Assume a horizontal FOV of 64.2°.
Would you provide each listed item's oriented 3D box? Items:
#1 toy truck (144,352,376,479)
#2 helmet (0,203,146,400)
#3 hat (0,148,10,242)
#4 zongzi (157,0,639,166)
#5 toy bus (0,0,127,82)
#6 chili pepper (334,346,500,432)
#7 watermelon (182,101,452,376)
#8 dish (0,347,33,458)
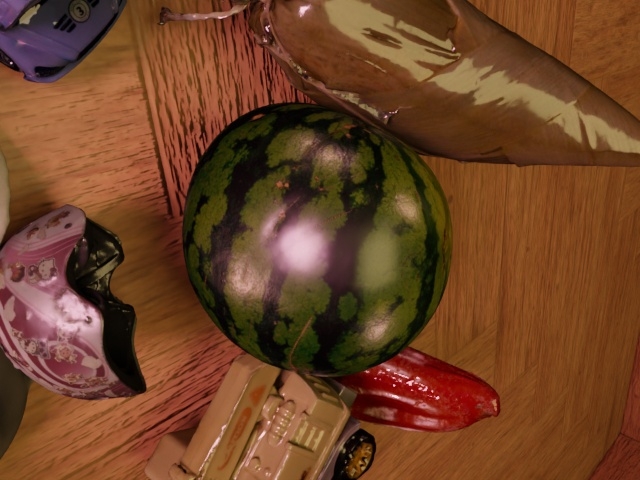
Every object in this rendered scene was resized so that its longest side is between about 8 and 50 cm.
[{"bbox_3d":[-0.113,0.330,0.620,0.405,0.181,0.254,-58,136,-14],"label":"toy truck"},{"bbox_3d":[-0.226,0.061,0.445,0.107,0.153,0.176,-14,84,-14],"label":"helmet"},{"bbox_3d":[-0.329,-0.058,0.287,0.258,0.168,0.301,-52,132,-17],"label":"hat"},{"bbox_3d":[0.112,-0.189,0.499,0.447,0.418,0.181,14,97,-54],"label":"zongzi"},{"bbox_3d":[-0.240,-0.238,0.320,0.125,0.133,0.292,-57,140,-16],"label":"toy bus"},{"bbox_3d":[0.147,0.242,0.800,0.136,0.253,0.144,40,67,-63],"label":"chili pepper"},{"bbox_3d":[0.000,0.000,0.543,0.285,0.285,0.285,-17,115,-40],"label":"watermelon"},{"bbox_3d":[-0.329,0.153,0.423,0.246,0.078,0.224,-27,120,-36],"label":"dish"}]
